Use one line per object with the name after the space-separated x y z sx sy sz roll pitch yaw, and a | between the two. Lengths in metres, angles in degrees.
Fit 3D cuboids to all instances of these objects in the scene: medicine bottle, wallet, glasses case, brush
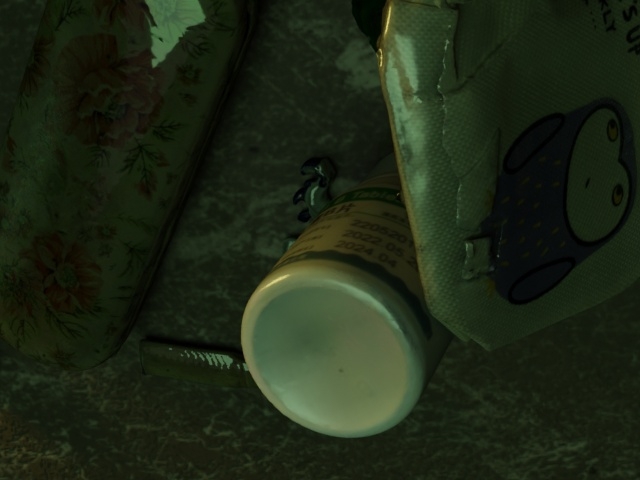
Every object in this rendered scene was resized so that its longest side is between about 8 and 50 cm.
0.046 0.027 1.012 0.139 0.237 0.139 11 122 19 | medicine bottle
0.155 -0.089 0.928 0.068 0.274 0.335 20 130 50 | wallet
-0.180 -0.070 1.129 0.156 0.098 0.425 31 122 8 | glasses case
-0.050 0.122 1.218 0.247 0.036 0.043 7 114 16 | brush

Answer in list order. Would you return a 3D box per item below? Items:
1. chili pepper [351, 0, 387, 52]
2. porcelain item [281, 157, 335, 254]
0.095 -0.214 0.980 0.108 0.062 0.216 29 120 4 | chili pepper
0.000 0.000 1.145 0.075 0.021 0.136 -18 109 26 | porcelain item
